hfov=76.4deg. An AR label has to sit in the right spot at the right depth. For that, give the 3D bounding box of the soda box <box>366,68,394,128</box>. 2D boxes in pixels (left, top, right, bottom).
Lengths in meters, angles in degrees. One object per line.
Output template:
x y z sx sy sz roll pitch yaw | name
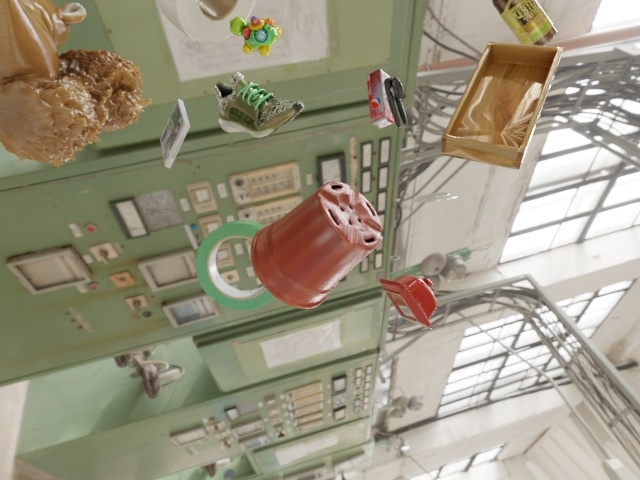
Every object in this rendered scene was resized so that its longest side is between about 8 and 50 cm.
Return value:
0.292 -0.691 1.990 0.084 0.092 0.262 -13 -106 39 | soda box

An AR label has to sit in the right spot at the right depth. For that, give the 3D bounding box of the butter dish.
0.273 0.154 1.173 0.159 0.118 0.160 56 -15 -10 | butter dish

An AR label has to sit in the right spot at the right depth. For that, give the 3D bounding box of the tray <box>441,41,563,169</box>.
0.503 -0.385 1.125 0.203 0.410 0.076 19 -24 25 | tray

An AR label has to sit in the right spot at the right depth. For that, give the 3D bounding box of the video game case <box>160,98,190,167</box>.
-0.502 -0.368 1.394 0.173 0.022 0.190 -53 -138 25 | video game case

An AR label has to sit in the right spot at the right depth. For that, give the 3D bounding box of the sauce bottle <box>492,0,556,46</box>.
0.673 -0.814 1.408 0.344 0.111 0.111 41 -1 -15 | sauce bottle

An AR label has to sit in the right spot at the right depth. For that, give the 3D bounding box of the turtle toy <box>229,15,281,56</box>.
-0.165 -0.518 1.013 0.066 0.130 0.095 70 40 -63 | turtle toy

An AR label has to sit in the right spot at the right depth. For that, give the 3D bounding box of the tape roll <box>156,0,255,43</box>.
-0.301 -0.688 1.094 0.100 0.286 0.286 42 -19 13 | tape roll

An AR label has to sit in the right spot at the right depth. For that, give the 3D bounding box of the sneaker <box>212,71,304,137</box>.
-0.231 -0.452 1.332 0.411 0.158 0.182 14 -37 39 | sneaker

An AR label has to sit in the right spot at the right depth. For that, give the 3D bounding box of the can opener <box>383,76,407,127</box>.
0.260 -0.476 1.412 0.073 0.059 0.186 -96 168 -49 | can opener

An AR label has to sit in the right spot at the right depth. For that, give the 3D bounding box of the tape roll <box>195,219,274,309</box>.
-0.280 0.089 1.463 0.077 0.322 0.320 -70 149 -76 | tape roll

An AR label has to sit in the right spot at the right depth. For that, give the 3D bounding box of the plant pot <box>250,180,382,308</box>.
0.000 0.000 1.069 0.265 0.273 0.272 -41 -124 38 | plant pot

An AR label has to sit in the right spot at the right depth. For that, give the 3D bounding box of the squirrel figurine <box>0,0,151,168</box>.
-0.528 -0.327 0.725 0.397 0.281 0.370 45 11 -28 | squirrel figurine

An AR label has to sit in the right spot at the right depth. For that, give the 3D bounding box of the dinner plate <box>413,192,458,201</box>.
0.370 -0.140 1.314 0.141 0.142 0.017 -143 -137 -75 | dinner plate
